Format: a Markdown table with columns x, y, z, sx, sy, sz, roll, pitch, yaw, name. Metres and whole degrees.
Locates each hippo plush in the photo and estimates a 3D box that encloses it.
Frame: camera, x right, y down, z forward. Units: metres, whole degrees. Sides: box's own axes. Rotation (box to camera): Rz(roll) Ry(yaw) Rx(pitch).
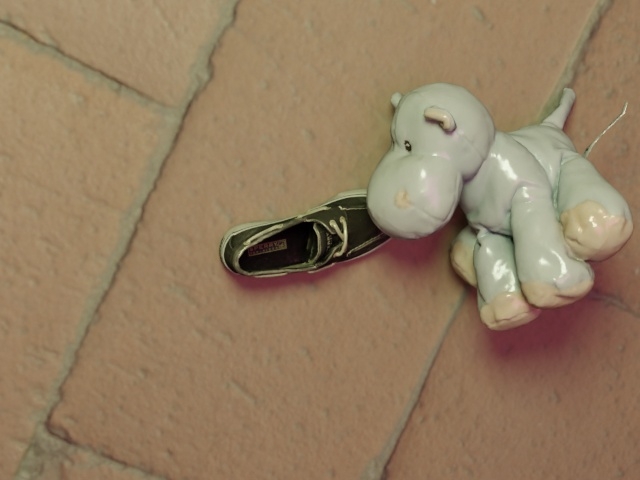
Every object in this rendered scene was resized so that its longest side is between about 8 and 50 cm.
| x | y | z | sx | sy | sz | roll | pitch | yaw | name |
| --- | --- | --- | --- | --- | --- | --- | --- | --- | --- |
| 0.186 | -0.067 | 1.353 | 0.236 | 0.234 | 0.294 | 26 | 92 | -28 | hippo plush |

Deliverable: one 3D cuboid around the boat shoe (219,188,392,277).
| x | y | z | sx | sy | sz | roll | pitch | yaw | name |
| --- | --- | --- | --- | --- | --- | --- | --- | --- | --- |
| 0.000 | 0.000 | 1.398 | 0.219 | 0.070 | 0.078 | -16 | 106 | -16 | boat shoe |
